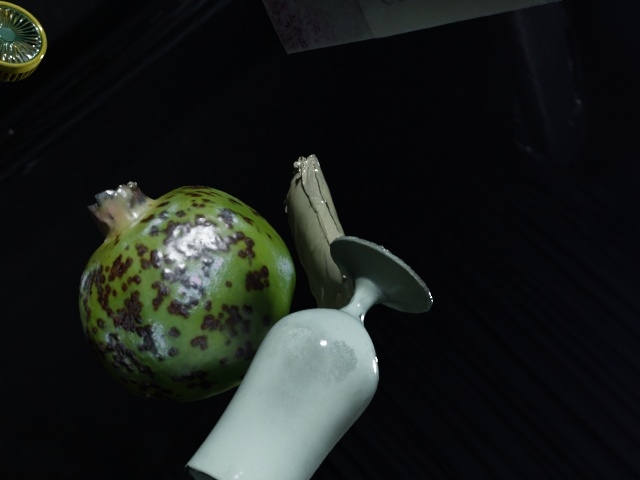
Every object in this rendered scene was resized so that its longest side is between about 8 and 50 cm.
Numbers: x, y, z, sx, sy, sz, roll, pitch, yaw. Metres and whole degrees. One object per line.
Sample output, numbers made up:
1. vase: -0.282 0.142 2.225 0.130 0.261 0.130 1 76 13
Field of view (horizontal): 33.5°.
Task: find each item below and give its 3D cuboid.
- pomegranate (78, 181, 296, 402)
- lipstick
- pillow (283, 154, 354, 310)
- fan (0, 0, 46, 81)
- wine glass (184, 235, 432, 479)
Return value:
1. pomegranate: -0.158 0.047 1.205 0.254 0.254 0.270 -34 -78 -9
2. lipstick: 0.092 -0.201 0.788 0.068 0.317 0.066 -45 -61 -37
3. pillow: 0.000 0.000 1.256 0.053 0.208 0.119 -10 -35 -15
4. fan: -0.348 -0.227 1.078 0.082 0.155 0.039 -44 2 -42
5. wine glass: -0.009 0.115 0.861 0.231 0.103 0.103 -56 -29 -22
